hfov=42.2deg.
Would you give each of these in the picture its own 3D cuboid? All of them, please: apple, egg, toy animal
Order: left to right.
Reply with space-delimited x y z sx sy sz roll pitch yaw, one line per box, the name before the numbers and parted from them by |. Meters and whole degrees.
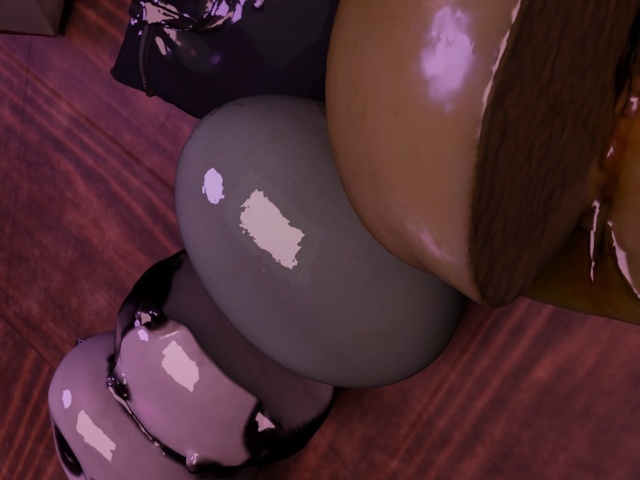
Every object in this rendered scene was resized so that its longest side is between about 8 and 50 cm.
toy animal | -0.113 0.133 0.666 0.187 0.165 0.235 45 114 -1
egg | 0.000 0.000 0.574 0.231 0.168 0.168 46 118 -7
apple | 0.145 -0.089 0.439 0.233 0.295 0.258 -165 86 -67

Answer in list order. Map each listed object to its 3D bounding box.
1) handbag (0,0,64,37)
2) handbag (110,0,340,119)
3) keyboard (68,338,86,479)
handbag | -0.362 -0.326 0.766 0.298 0.151 0.171 39 119 24
handbag | -0.051 -0.192 0.634 0.211 0.088 0.254 30 116 15
keyboard | -0.216 0.214 0.821 0.093 0.025 0.230 10 101 26
